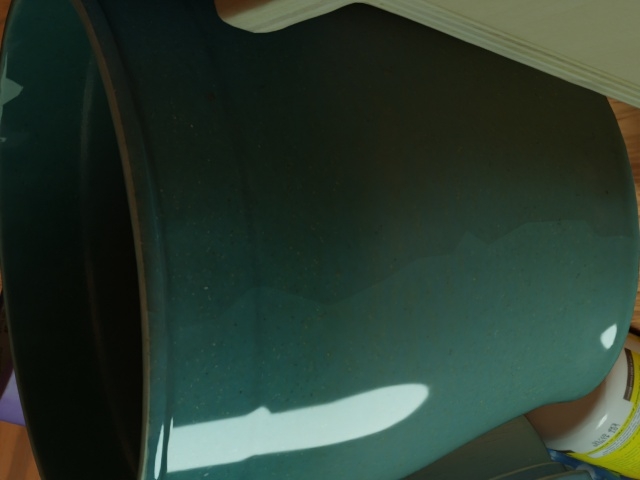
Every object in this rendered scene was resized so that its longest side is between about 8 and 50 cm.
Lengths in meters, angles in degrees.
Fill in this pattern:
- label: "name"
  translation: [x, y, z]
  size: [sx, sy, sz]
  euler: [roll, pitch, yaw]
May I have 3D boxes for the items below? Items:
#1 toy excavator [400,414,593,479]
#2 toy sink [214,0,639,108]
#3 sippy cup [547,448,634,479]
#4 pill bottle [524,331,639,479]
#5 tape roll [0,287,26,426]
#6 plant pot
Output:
- label: "toy excavator"
  translation: [0.060, 0.202, 1.641]
  size: [0.222, 0.445, 0.433]
  euler: [-12, 162, -24]
- label: "toy sink"
  translation: [0.092, -0.122, 0.477]
  size: [0.131, 0.153, 0.234]
  euler: [18, 166, -27]
- label: "sippy cup"
  translation: [0.295, 0.267, 1.810]
  size: [0.224, 0.305, 0.240]
  euler: [22, 165, 31]
- label: "pill bottle"
  translation: [0.268, 0.144, 1.648]
  size: [0.117, 0.117, 0.215]
  euler: [0, 163, 46]
- label: "tape roll"
  translation: [-0.223, 0.068, 1.619]
  size: [0.080, 0.189, 0.189]
  euler: [17, 168, -17]
- label: "plant pot"
  translation: [0.000, 0.000, 0.903]
  size: [0.255, 0.272, 0.271]
  euler: [-6, 175, -20]
